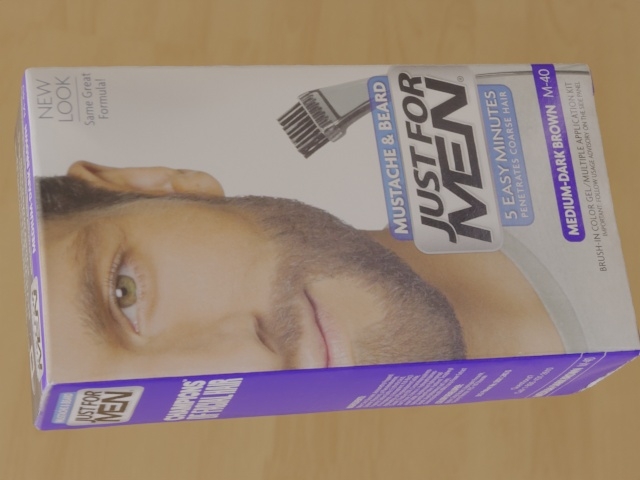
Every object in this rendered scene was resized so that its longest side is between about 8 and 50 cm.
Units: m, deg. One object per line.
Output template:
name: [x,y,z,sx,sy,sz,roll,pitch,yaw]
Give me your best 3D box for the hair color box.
hair color box: [0.000,0.000,0.922,0.339,0.110,0.185,-3,71,-14]
